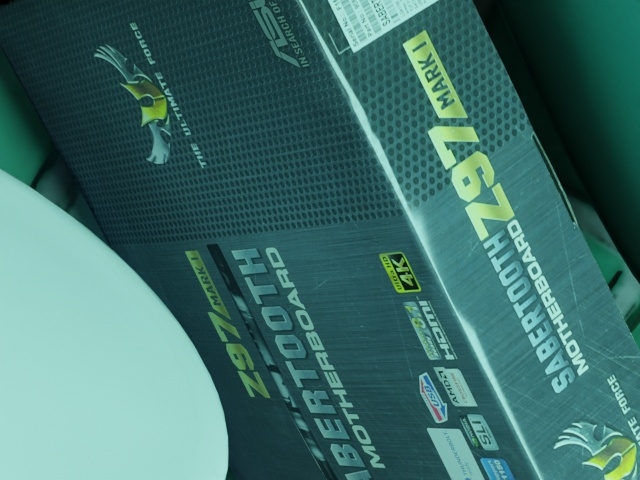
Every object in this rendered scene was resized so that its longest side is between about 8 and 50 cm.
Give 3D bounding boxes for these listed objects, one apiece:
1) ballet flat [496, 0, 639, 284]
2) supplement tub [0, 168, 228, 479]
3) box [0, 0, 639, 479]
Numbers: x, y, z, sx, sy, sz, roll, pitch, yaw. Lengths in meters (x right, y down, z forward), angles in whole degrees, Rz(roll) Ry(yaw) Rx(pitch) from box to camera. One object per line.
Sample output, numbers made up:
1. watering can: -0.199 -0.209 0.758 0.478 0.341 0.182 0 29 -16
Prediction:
1. ballet flat: 0.065 -0.203 0.492 0.182 0.164 0.483 -35 99 -8
2. supplement tub: -0.192 0.139 0.524 0.235 0.235 0.325 33 112 -2
3. box: 0.000 0.000 0.567 0.183 0.059 0.232 -3 117 57
